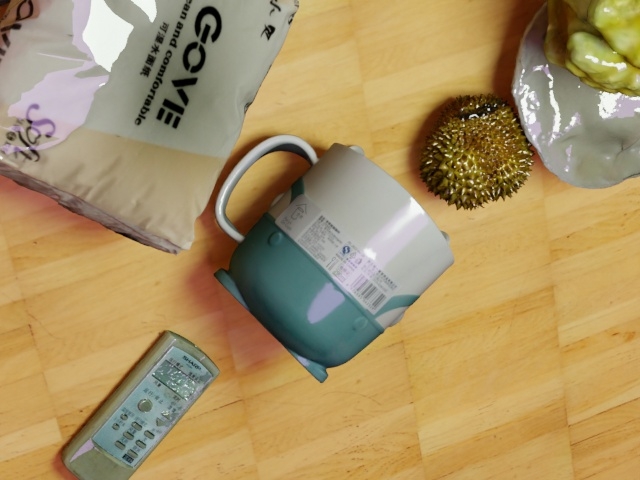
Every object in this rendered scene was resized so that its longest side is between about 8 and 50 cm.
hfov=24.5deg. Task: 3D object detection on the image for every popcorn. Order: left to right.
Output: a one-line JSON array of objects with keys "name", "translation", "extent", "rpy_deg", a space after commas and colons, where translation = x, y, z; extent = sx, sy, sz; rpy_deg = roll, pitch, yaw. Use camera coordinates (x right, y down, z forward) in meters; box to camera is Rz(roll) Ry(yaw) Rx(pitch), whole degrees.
[{"name": "popcorn", "translation": [0.410, -0.334, 1.789], "extent": [0.274, 0.279, 0.335], "rpy_deg": [26, 89, -4]}]

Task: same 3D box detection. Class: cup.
[{"name": "cup", "translation": [0.000, 0.000, 1.885], "extent": [0.257, 0.219, 0.289], "rpy_deg": [-45, 91, -2]}]

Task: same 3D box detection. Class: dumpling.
[{"name": "dumpling", "translation": [0.360, -0.204, 1.995], "extent": [0.204, 0.163, 0.293], "rpy_deg": [-36, 113, 11]}]

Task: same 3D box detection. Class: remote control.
[{"name": "remote control", "translation": [-0.239, 0.230, 1.952], "extent": [0.233, 0.038, 0.098], "rpy_deg": [-49, 122, -1]}]

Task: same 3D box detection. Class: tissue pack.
[{"name": "tissue pack", "translation": [-0.222, -0.205, 1.678], "extent": [0.390, 0.195, 0.375], "rpy_deg": [24, 92, -49]}]

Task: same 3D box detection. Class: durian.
[{"name": "durian", "translation": [0.207, -0.115, 1.968], "extent": [0.158, 0.137, 0.168], "rpy_deg": [-44, 133, -28]}]

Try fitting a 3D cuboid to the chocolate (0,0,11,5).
[{"name": "chocolate", "translation": [-0.338, -0.322, 1.665], "extent": [0.167, 0.072, 0.072], "rpy_deg": [-36, 121, -11]}]
